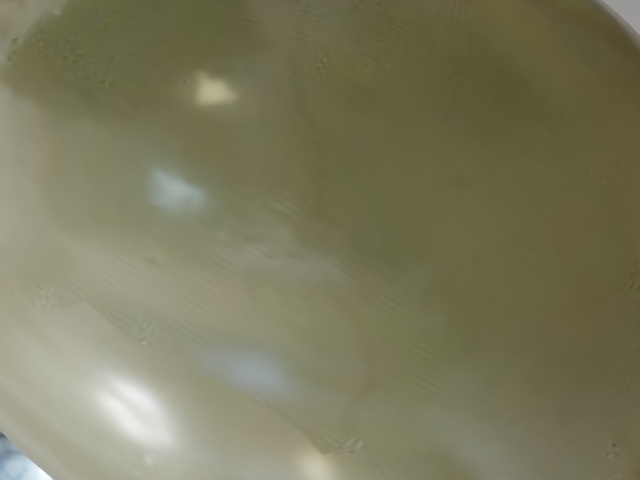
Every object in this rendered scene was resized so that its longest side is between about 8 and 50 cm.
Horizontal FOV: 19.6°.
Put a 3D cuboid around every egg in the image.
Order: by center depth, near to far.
[{"bbox_3d":[0.000,0.000,0.493,0.186,0.242,0.186,-51,26,36],"label":"egg"}]
